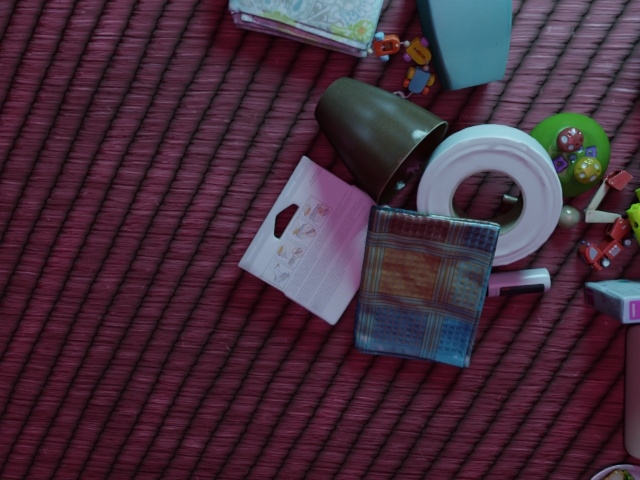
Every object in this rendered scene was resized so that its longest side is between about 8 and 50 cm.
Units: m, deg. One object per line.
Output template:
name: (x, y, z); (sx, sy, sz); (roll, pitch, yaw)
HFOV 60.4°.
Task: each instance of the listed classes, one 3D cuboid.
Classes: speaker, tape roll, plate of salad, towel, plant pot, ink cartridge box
speaker: (0.435, 0.094, 1.228); (0.136, 0.055, 0.055); (-5, 98, 5)
tape roll: (0.344, -0.090, 1.142); (0.286, 0.100, 0.286); (6, 116, 12)
plate of salad: (0.717, 0.622, 1.287); (0.199, 0.048, 0.200); (1, 98, 4)
towel: (-0.006, -0.592, 1.117); (0.320, 0.090, 0.375); (17, 110, 6)
plant pot: (0.105, -0.227, 1.147); (0.230, 0.215, 0.215); (41, 100, 12)
towel: (0.218, 0.112, 1.191); (0.271, 0.040, 0.370); (8, 119, 7)
plant pot: (0.292, -0.431, 1.109); (0.165, 0.166, 0.235); (-11, 104, 7)
ink cartridge box: (0.742, 0.116, 1.137); (0.310, 0.186, 0.065); (-7, 95, 6)
ink cartridge box: (0.000, 0.000, 1.245); (0.261, 0.066, 0.296); (32, 99, -1)

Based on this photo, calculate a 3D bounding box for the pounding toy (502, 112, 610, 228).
pounding toy: (0.518, -0.153, 1.155); (0.182, 0.110, 0.237); (23, 100, 1)

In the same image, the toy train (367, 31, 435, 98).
toy train: (0.174, -0.376, 1.160); (0.125, 0.046, 0.166); (-10, 136, 19)

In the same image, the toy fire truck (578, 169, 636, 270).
toy fire truck: (0.621, -0.043, 1.194); (0.135, 0.047, 0.192); (43, 101, -2)

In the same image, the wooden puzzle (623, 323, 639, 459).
wooden puzzle: (0.869, 0.339, 1.214); (0.347, 0.080, 0.322); (-3, 99, 6)

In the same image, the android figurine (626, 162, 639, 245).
android figurine: (0.764, -0.057, 1.143); (0.248, 0.056, 0.273); (-23, 91, -10)
